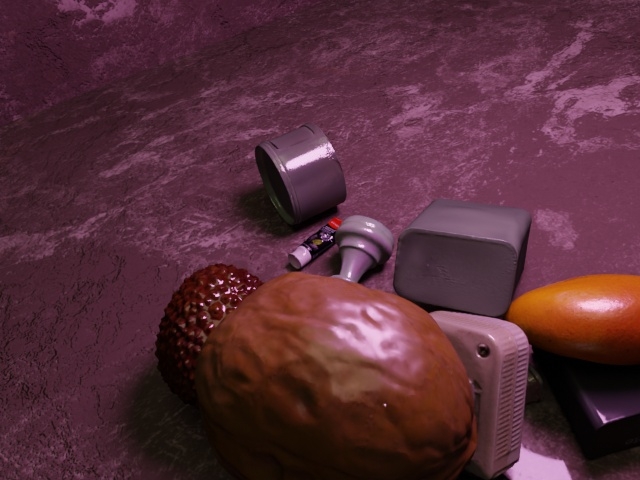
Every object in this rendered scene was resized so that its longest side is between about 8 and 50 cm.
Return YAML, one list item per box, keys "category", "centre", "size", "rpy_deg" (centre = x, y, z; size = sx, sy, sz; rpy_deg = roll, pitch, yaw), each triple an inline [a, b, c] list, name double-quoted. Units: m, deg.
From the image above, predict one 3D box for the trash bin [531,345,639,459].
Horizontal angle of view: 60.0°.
- category: "trash bin"
  centre: [0.494, 0.240, 0.975]
  size: [0.165, 0.115, 0.226]
  rpy_deg: [-14, 40, -1]

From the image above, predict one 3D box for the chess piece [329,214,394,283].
- category: "chess piece"
  centre: [0.061, 0.087, 1.221]
  size: [0.139, 0.139, 0.272]
  rpy_deg: [12, 59, 23]

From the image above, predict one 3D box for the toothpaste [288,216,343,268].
- category: "toothpaste"
  centre: [0.000, 0.000, 1.370]
  size: [0.071, 0.045, 0.193]
  rpy_deg: [29, 51, 34]

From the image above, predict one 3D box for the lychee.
- category: "lychee"
  centre: [-0.179, 0.195, 1.050]
  size: [0.275, 0.305, 0.276]
  rpy_deg: [-7, 5, 1]

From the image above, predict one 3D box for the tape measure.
- category: "tape measure"
  centre: [0.215, 0.258, 0.933]
  size: [0.133, 0.271, 0.231]
  rpy_deg: [-7, 10, -41]

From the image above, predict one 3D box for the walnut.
- category: "walnut"
  centre: [0.019, 0.226, 0.783]
  size: [0.397, 0.354, 0.308]
  rpy_deg: [12, 61, 19]

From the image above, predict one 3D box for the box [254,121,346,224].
- category: "box"
  centre: [-0.053, -0.169, 1.417]
  size: [0.149, 0.226, 0.226]
  rpy_deg: [-26, 46, -15]

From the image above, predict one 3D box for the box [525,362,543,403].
- category: "box"
  centre: [0.347, 0.243, 1.017]
  size: [0.062, 0.089, 0.122]
  rpy_deg: [-29, 45, -3]

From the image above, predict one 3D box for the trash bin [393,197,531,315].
- category: "trash bin"
  centre: [0.282, 0.017, 1.084]
  size: [0.222, 0.158, 0.343]
  rpy_deg: [10, 12, 21]

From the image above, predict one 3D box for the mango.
- category: "mango"
  centre: [0.444, 0.129, 0.929]
  size: [0.256, 0.138, 0.187]
  rpy_deg: [-6, 26, 0]
